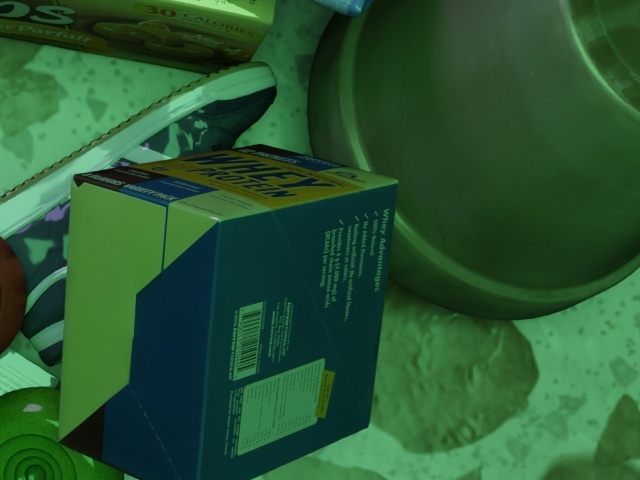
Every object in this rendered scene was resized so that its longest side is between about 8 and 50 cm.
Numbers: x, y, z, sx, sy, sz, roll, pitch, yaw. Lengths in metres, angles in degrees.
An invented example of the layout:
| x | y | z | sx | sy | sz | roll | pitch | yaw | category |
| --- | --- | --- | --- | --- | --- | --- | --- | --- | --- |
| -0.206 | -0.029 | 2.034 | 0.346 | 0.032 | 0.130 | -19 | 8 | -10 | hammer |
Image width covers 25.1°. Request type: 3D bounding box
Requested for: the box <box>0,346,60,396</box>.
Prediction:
| x | y | z | sx | sy | sz | roll | pitch | yaw | category |
| --- | --- | --- | --- | --- | --- | --- | --- | --- | --- |
| -0.310 | 0.146 | 1.097 | 0.145 | 0.038 | 0.186 | 34 | 79 | -5 | box |

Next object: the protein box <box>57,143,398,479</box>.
| x | y | z | sx | sy | sz | roll | pitch | yaw | category |
| --- | --- | --- | --- | --- | --- | --- | --- | --- | --- |
| -0.064 | 0.049 | 1.027 | 0.201 | 0.136 | 0.200 | -15 | 116 | -52 | protein box |

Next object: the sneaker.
| x | y | z | sx | sy | sz | roll | pitch | yaw | category |
| --- | --- | --- | --- | --- | --- | --- | --- | --- | --- |
| -0.128 | -0.014 | 1.120 | 0.282 | 0.099 | 0.153 | -32 | 88 | -8 | sneaker |

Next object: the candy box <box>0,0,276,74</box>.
| x | y | z | sx | sy | sz | roll | pitch | yaw | category |
| --- | --- | --- | --- | --- | --- | --- | --- | --- | --- |
| -0.196 | -0.207 | 1.087 | 0.316 | 0.183 | 0.087 | 10 | 80 | -10 | candy box |

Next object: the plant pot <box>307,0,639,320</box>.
| x | y | z | sx | sy | sz | roll | pitch | yaw | category |
| --- | --- | --- | --- | --- | --- | --- | --- | --- | --- |
| 0.186 | -0.123 | 1.071 | 0.323 | 0.280 | 0.323 | 6 | 74 | -20 | plant pot |

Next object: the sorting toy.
| x | y | z | sx | sy | sz | roll | pitch | yaw | category |
| --- | --- | --- | --- | --- | --- | --- | --- | --- | --- |
| -0.223 | 0.155 | 1.015 | 0.127 | 0.126 | 0.365 | -27 | 93 | 5 | sorting toy |

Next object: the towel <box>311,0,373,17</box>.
| x | y | z | sx | sy | sz | roll | pitch | yaw | category |
| --- | --- | --- | --- | --- | --- | --- | --- | --- | --- |
| -0.053 | -0.267 | 1.035 | 0.285 | 0.034 | 0.209 | 28 | 42 | 11 | towel |
